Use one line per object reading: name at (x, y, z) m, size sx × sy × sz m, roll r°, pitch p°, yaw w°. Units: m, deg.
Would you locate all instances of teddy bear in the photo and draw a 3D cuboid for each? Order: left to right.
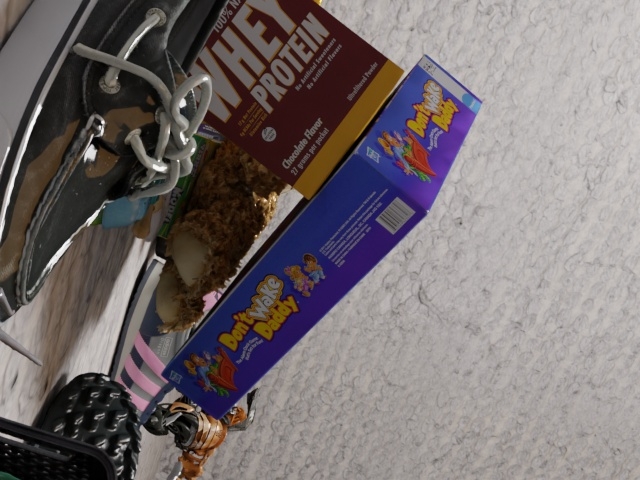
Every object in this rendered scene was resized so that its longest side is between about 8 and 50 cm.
teddy bear at (-0.099, -0.033, 1.068) m, size 0.338 × 0.113 × 0.245 m, roll -70°, pitch -176°, yaw -59°

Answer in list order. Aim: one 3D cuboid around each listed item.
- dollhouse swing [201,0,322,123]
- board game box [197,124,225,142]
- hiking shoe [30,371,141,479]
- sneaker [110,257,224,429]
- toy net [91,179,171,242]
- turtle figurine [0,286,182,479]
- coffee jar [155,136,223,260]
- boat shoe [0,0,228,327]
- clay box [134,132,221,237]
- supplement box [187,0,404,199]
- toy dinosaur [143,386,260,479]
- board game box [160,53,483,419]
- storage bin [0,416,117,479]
dollhouse swing at (0.027, -0.284, 1.122) m, size 0.347 × 0.305 × 0.315 m, roll -78°, pitch -173°, yaw -61°
board game box at (-0.172, -0.124, 1.390) m, size 0.170 × 0.048 × 0.141 m, roll 144°, pitch -37°, yaw -86°
hiking shoe at (-0.265, 0.268, 0.862) m, size 0.132 × 0.113 × 0.304 m, roll -28°, pitch -140°, yaw 34°
sneaker at (-0.226, 0.188, 1.271) m, size 0.112 × 0.131 × 0.319 m, roll -78°, pitch -173°, yaw -65°
toy net at (-0.174, -0.061, 0.878) m, size 0.232 × 0.045 × 0.122 m, roll 150°, pitch -43°, yaw -84°
turtle figurine at (-0.147, 0.104, 0.348) m, size 0.118 × 0.175 × 0.234 m, roll -47°, pitch 168°, yaw -1°
coffee jar at (-0.164, -0.049, 1.259) m, size 0.184 × 0.096 × 0.079 m, roll -71°, pitch 161°, yaw 0°
boat shoe at (-0.116, -0.079, 0.513) m, size 0.113 × 0.105 × 0.306 m, roll 112°, pitch -4°, yaw -58°
clay box at (-0.173, -0.071, 1.102) m, size 0.222 × 0.053 × 0.127 m, roll -105°, pitch -145°, yaw -88°
supplement box at (-0.046, -0.149, 0.788) m, size 0.129 × 0.191 × 0.194 m, roll -53°, pitch -176°, yaw 6°
toy dinosaur at (-0.219, 0.281, 1.431) m, size 0.164 × 0.218 × 0.322 m, roll 113°, pitch -5°, yaw -50°
board game box at (0.000, 0.000, 0.887) m, size 0.347 × 0.078 × 0.233 m, roll -48°, pitch -175°, yaw 36°
storage bin at (-0.197, 0.196, 0.487) m, size 0.084 × 0.122 × 0.180 m, roll 111°, pitch -4°, yaw -47°
